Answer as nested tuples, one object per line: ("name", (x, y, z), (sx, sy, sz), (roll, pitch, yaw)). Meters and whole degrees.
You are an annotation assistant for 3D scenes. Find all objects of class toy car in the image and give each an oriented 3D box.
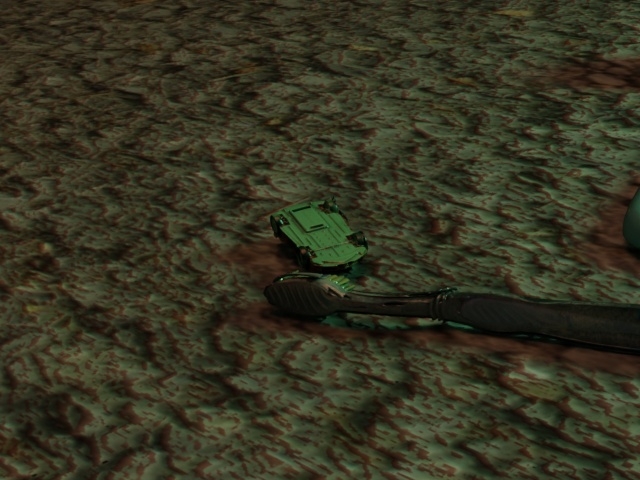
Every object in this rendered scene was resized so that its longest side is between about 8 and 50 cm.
("toy car", (0.000, 0.000, 1.321), (0.059, 0.035, 0.122), (-14, 31, -16))

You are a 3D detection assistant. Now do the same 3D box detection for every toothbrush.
("toothbrush", (0.138, 0.052, 1.137), (0.413, 0.035, 0.042), (5, 22, 31))

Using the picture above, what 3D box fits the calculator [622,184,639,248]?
("calculator", (0.408, -0.058, 1.309), (0.256, 0.054, 0.386), (7, 29, 34))
